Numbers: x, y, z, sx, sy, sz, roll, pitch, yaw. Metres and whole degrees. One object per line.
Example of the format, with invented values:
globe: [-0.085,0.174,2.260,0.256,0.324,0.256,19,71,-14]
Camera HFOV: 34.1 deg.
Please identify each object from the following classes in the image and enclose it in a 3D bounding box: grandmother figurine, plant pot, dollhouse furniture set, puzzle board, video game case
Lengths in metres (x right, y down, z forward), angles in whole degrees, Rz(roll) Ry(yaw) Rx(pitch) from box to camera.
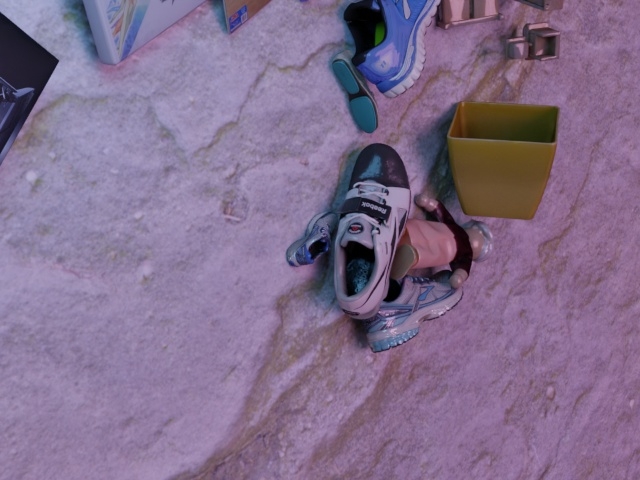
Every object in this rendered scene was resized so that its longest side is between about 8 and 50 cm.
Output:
grandmother figurine: [0.242,0.002,2.109,0.342,0.104,0.208,2,72,-50]
plant pot: [0.374,-0.158,2.142,0.212,0.212,0.187,-63,155,-60]
dollhouse furniture set: [0.315,-0.519,2.206,0.355,0.174,0.303,-11,115,-16]
puzzle board: [-0.124,-0.416,1.742,0.128,0.011,0.096,-49,148,-37]
video game case: [-0.256,-0.470,1.531,0.300,0.036,0.329,-47,141,-39]

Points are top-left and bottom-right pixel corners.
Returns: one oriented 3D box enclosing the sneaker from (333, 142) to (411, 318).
sneaker: [0.090,-0.027,1.898,0.146,0.122,0.331,42,54,-74]

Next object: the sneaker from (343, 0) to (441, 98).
sneaker: [0.131,-0.434,1.945,0.147,0.129,0.330,29,58,-30]

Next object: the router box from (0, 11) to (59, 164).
router box: [-0.509,-0.177,1.327,0.243,0.081,0.309,42,63,-40]

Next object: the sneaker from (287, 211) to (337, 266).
sneaker: [0.000,0.000,1.887,0.135,0.058,0.052,-53,127,-31]

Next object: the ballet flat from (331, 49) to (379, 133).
ballet flat: [0.076,-0.281,1.956,0.052,0.057,0.168,-54,128,-42]

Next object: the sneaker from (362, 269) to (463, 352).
sneaker: [0.180,0.106,2.051,0.283,0.110,0.122,-33,102,-46]
